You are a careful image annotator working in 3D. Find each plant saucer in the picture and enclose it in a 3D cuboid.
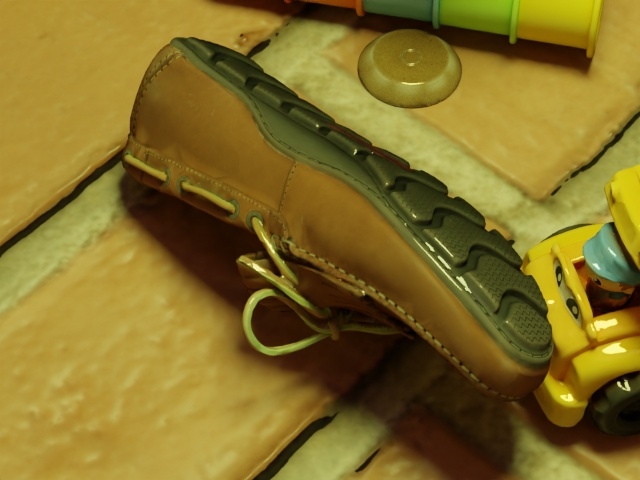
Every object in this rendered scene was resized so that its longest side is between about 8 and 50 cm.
[{"bbox_3d":[0.071,-0.141,1.369,0.083,0.015,0.083,1,53,-1],"label":"plant saucer"}]

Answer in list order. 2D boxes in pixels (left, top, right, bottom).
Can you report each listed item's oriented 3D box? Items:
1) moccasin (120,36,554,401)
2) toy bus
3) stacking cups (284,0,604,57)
[{"bbox_3d":[-0.002,0.000,1.185,0.380,0.139,0.147,34,104,27],"label":"moccasin"},{"bbox_3d":[0.242,0.010,1.138,0.220,0.211,0.149,-12,56,-8],"label":"toy bus"},{"bbox_3d":[0.071,-0.217,1.388,0.316,0.096,0.096,10,53,11],"label":"stacking cups"}]
